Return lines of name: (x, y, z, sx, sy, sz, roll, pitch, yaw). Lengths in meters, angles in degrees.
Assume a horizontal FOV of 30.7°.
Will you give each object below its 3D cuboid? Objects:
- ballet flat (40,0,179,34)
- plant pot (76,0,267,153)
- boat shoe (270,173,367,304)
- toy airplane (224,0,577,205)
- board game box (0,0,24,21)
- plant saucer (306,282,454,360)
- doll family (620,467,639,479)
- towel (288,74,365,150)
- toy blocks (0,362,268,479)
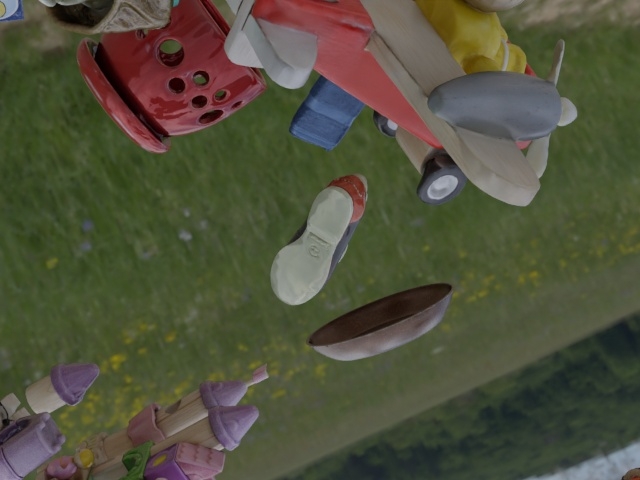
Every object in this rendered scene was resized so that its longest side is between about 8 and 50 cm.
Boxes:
ballet flat: (-0.155, -0.219, 0.783, 0.124, 0.116, 0.342, -24, 176, -14)
plant pot: (-0.184, -0.211, 1.411, 0.174, 0.191, 0.191, -37, 170, 4)
boat shoe: (0.000, 0.000, 0.981, 0.043, 0.049, 0.137, -45, 166, -52)
toy airplane: (0.089, -0.220, 1.155, 0.272, 0.386, 0.384, -42, -176, 19)
board game box: (-0.366, -0.286, 1.128, 0.136, 0.035, 0.201, -10, 150, -13)
plant saucer: (0.080, 0.106, 1.459, 0.198, 0.036, 0.198, -22, -173, 3)
doll family: (0.370, 0.407, 1.541, 0.263, 0.118, 0.163, -38, 172, 20)
towel: (0.015, -0.164, 1.388, 0.067, 0.029, 0.119, 22, 127, -20)
toy blocks: (-0.188, 0.245, 1.322, 0.260, 0.309, 0.288, -28, -163, 11)
